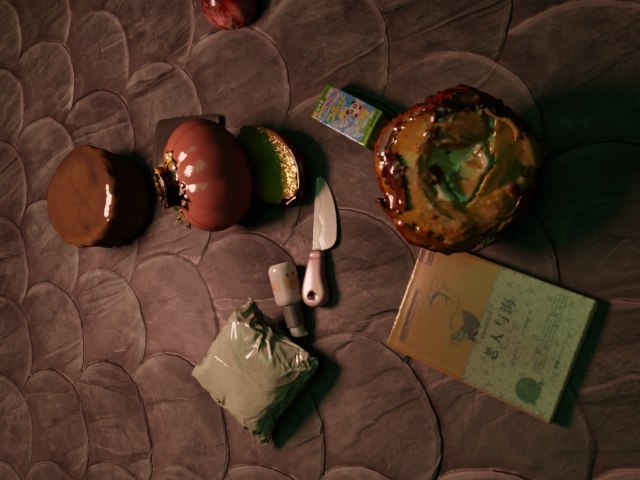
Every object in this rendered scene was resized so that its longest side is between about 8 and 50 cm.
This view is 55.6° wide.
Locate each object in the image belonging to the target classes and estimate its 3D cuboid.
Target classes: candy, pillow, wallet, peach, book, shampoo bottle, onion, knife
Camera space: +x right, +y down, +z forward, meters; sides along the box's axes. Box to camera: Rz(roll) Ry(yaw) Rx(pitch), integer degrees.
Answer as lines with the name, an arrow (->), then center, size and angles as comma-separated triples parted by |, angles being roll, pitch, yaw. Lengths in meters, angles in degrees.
candy -> 0.076, -0.304, 1.505 | 0.194, 0.062, 0.097 | 35, 105, 32
pillow -> -0.165, 0.334, 1.558 | 0.283, 0.138, 0.310 | 42, 113, 17
wallet -> -0.401, -0.290, 1.830 | 0.245, 0.052, 0.169 | 2, 86, 29
peach -> -0.126, -0.203, 1.626 | 0.189, 0.068, 0.279 | -46, 66, 33
book -> 0.349, 0.180, 1.292 | 0.388, 0.032, 0.269 | 21, 96, 32
shampoo bottle -> -0.079, 0.153, 1.556 | 0.074, 0.074, 0.192 | -15, 87, 31
onion -> -0.271, -0.675, 1.693 | 0.159, 0.195, 0.160 | -1, 88, 25
knife -> 0.003, 0.001, 1.537 | 0.081, 0.043, 0.336 | 1, 84, 28

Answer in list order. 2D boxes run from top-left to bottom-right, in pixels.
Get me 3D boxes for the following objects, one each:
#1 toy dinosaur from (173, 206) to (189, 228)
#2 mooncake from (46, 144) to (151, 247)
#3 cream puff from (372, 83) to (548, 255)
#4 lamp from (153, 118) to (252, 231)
toy dinosaur -> -0.412, -0.083, 1.832 | 0.060, 0.029, 0.119 | -49, 55, 2
mooncake -> -0.698, -0.132, 1.927 | 0.324, 0.187, 0.324 | -2, 86, 33
cream puff -> 0.271, -0.149, 1.253 | 0.350, 0.229, 0.351 | 1, 103, 6
lamp -> -0.319, -0.167, 1.617 | 0.305, 0.239, 0.305 | 44, 143, 47
